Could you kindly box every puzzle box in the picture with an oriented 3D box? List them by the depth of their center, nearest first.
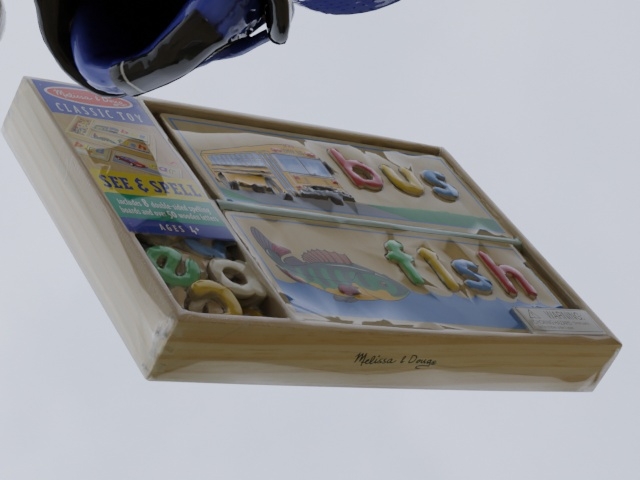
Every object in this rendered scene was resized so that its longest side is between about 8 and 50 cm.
[{"bbox_3d":[0.000,0.000,1.134,0.409,0.272,0.052,6,-57,-39],"label":"puzzle box"}]

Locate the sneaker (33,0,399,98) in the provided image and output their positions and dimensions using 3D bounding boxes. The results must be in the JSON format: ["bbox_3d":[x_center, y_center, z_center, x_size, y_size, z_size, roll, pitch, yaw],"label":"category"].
[{"bbox_3d":[-0.053,-0.134,0.675,0.315,0.127,0.182,28,-129,-59],"label":"sneaker"}]

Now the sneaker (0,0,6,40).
[{"bbox_3d":[-0.324,-0.103,0.905,0.282,0.161,0.102,-37,-97,-7],"label":"sneaker"}]
